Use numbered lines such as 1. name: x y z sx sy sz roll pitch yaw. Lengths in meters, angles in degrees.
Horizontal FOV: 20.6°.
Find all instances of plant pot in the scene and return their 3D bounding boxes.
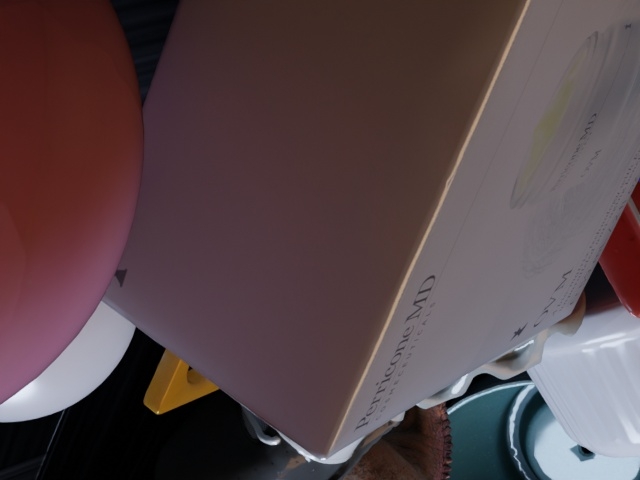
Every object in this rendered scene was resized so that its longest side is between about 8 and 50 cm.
1. plant pot: 0.235 0.225 1.632 0.293 0.293 0.196 -44 -178 26

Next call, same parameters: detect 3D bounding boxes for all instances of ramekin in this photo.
1. ramekin: 0.279 0.063 1.347 0.273 0.127 0.273 -24 -173 3

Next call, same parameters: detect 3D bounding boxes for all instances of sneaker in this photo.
1. sneaker: 0.013 0.070 1.198 0.331 0.122 0.146 -33 143 0

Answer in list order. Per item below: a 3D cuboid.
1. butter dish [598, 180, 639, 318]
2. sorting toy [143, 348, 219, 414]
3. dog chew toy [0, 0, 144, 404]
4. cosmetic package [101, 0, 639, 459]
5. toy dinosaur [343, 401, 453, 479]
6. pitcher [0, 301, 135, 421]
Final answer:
1. butter dish: 0.231 -0.042 1.217 0.160 0.159 0.118 -27 -179 -13
2. sorting toy: -0.014 -0.074 0.831 0.347 0.047 0.196 -61 158 12
3. dog chew toy: -0.212 -0.043 0.526 0.206 0.206 0.332 -43 148 26
4. cosmetic package: 0.048 -0.063 0.727 0.225 0.138 0.224 -21 140 -53
5. toy dinosaur: 0.017 0.200 1.334 0.296 0.200 0.127 -36 158 7
6. pitcher: -0.145 -0.010 0.793 0.177 0.125 0.207 -62 163 -7
